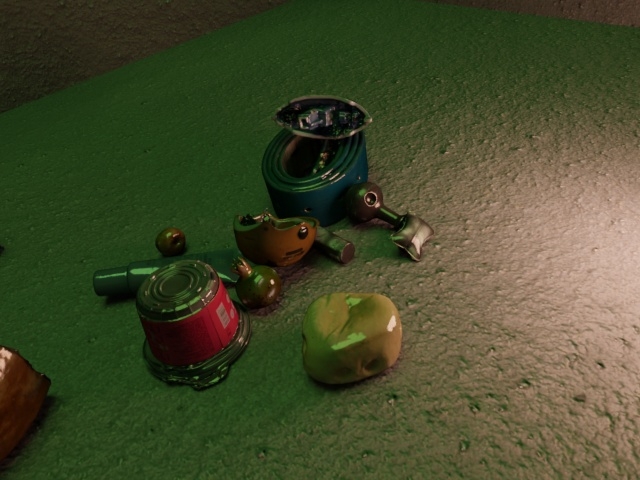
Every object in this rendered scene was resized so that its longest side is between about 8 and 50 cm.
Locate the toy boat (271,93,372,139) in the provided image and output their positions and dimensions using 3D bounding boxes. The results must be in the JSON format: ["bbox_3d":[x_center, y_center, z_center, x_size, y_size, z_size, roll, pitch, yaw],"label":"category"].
[{"bbox_3d":[0.002,-0.354,1.538,0.309,0.129,0.142,6,30,19],"label":"toy boat"}]

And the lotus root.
[{"bbox_3d":[-0.741,0.330,1.026,0.316,0.316,0.250,-2,46,12],"label":"lotus root"}]

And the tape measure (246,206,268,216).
[{"bbox_3d":[-0.172,-0.020,1.516,0.107,0.104,0.179,-47,18,-17],"label":"tape measure"}]

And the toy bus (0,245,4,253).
[{"bbox_3d":[-1.074,-0.022,1.590,0.133,0.234,0.116,-12,37,3],"label":"toy bus"}]

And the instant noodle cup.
[{"bbox_3d":[-0.298,0.161,1.199,0.258,0.182,0.302,-28,41,-22],"label":"instant noodle cup"}]

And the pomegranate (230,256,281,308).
[{"bbox_3d":[-0.160,0.098,1.281,0.114,0.142,0.115,-29,28,17],"label":"pomegranate"}]

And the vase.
[{"bbox_3d":[0.156,-0.084,1.466,0.182,0.120,0.120,31,53,21],"label":"vase"}]

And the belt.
[{"bbox_3d":[-0.012,-0.229,1.629,0.300,0.173,0.437,2,40,15],"label":"belt"}]

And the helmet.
[{"bbox_3d":[-0.114,0.000,1.353,0.224,0.130,0.198,-2,13,-39],"label":"helmet"}]

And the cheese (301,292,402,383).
[{"bbox_3d":[0.056,0.192,1.124,0.235,0.117,0.218,-32,40,-29],"label":"cheese"}]

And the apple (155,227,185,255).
[{"bbox_3d":[-0.428,0.002,1.518,0.071,0.084,0.084,14,44,41],"label":"apple"}]

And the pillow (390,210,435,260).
[{"bbox_3d":[0.240,-0.014,1.381,0.091,0.055,0.136,23,50,22],"label":"pillow"}]

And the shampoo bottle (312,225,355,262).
[{"bbox_3d":[0.000,-0.001,1.432,0.063,0.057,0.207,-41,44,-23],"label":"shampoo bottle"}]

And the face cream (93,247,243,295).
[{"bbox_3d":[-0.392,0.087,1.403,0.385,0.086,0.136,-8,40,-4],"label":"face cream"}]
